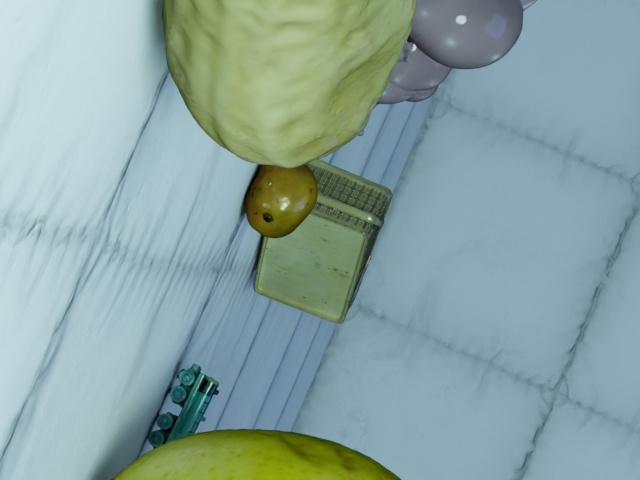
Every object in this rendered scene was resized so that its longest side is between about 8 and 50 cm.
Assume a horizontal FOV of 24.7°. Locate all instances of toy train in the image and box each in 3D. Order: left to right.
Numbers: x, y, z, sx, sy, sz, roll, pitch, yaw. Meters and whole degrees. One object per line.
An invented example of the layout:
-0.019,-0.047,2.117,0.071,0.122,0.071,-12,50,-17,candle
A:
-0.128,0.162,1.368,0.092,0.045,0.029,-64,176,-7,toy train

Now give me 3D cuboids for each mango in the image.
-0.034,-0.041,1.351,0.114,0.060,0.080,-60,175,-78,mango

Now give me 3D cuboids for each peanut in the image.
-0.015,-0.156,0.730,0.319,0.147,0.147,93,20,-60,peanut

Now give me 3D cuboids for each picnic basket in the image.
0.000,0.000,1.567,0.164,0.115,0.079,108,6,-46,picnic basket

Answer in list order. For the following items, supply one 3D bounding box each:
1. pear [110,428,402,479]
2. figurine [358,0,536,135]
-0.050,0.323,1.164,0.362,0.362,0.418,-69,169,21,pear
0.111,-0.245,1.654,0.287,0.176,0.186,-50,-128,49,figurine
